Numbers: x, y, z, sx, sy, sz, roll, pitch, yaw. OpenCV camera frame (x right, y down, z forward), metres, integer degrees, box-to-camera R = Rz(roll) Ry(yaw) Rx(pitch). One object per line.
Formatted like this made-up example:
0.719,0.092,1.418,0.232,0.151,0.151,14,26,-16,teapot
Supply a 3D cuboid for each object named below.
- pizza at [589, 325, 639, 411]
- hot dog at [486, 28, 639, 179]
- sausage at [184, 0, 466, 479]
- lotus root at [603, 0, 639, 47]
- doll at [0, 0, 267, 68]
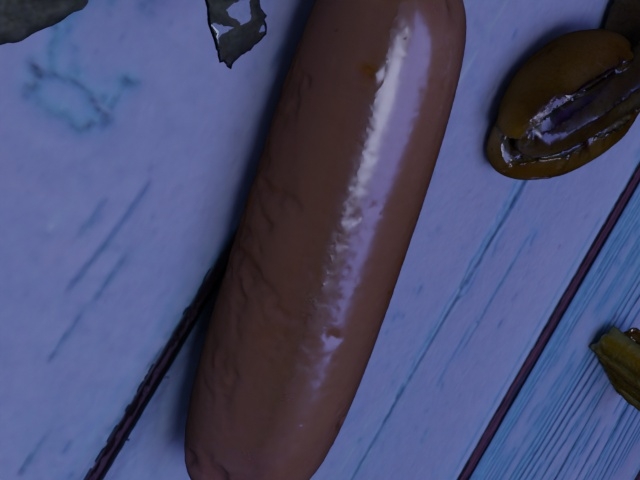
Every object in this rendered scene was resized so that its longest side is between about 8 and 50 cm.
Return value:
0.301,0.129,1.019,0.175,0.134,0.046,43,87,-17,pizza
0.168,-0.088,0.734,0.140,0.060,0.090,-28,132,-29,hot dog
0.000,0.001,0.573,0.086,0.086,0.289,-1,112,-51,sausage
0.254,-0.152,0.799,0.122,0.081,0.112,41,73,-54,lotus root
-0.094,-0.108,0.382,0.202,0.091,0.286,14,92,-20,doll
